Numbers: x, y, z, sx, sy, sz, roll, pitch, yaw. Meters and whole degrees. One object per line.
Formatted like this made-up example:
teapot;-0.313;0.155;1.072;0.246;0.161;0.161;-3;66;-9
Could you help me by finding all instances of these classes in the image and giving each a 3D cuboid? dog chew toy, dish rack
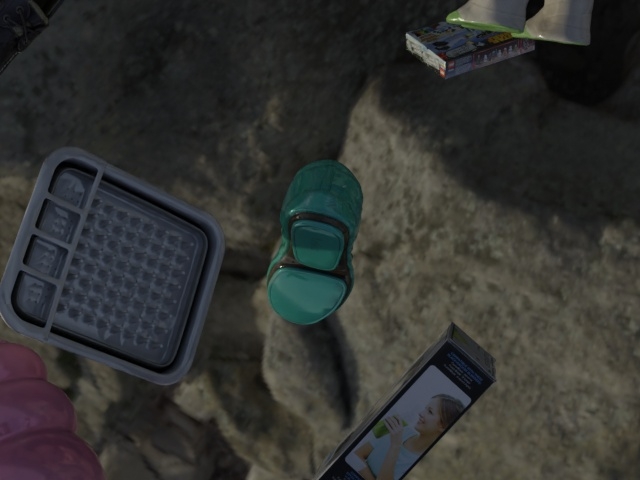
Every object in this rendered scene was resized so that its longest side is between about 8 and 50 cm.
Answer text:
dog chew toy;-0.440;0.297;1.639;0.206;0.206;0.332;-53;51;44
dish rack;-0.315;0.045;1.675;0.333;0.285;0.072;27;158;-34

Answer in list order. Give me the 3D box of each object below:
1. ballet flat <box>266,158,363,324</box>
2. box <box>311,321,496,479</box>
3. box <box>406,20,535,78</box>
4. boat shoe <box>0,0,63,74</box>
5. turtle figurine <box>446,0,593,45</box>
ballet flat;0.000;0.000;1.042;0.083;0.087;0.247;16;155;1
box;0.116;0.254;1.551;0.087;0.169;0.290;43;100;4
box;0.190;-0.253;1.418;0.094;0.137;0.027;48;151;46
boat shoe;-0.436;-0.335;1.613;0.092;0.285;0.103;18;158;26
turtle figurine;0.157;-0.306;0.921;0.274;0.198;0.266;11;99;14
